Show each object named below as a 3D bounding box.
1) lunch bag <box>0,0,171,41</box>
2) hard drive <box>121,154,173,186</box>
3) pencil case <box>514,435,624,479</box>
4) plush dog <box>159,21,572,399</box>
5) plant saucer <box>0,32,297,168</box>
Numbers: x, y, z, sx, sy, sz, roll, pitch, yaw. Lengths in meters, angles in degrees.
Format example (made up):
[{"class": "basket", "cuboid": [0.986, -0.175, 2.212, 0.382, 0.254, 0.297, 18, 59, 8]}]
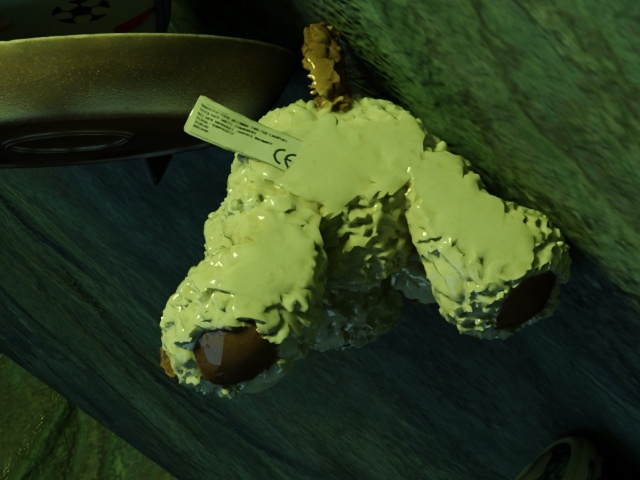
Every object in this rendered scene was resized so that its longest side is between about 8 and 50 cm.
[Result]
[{"class": "lunch bag", "cuboid": [-0.242, -0.181, 1.136, 0.243, 0.303, 0.115, 112, 151, -76]}, {"class": "hard drive", "cuboid": [-0.226, -0.163, 1.561, 0.254, 0.054, 0.172, 37, 164, 20]}, {"class": "pencil case", "cuboid": [0.278, 0.335, 1.458, 0.410, 0.160, 0.183, 45, -179, -7]}, {"class": "plush dog", "cuboid": [0.000, 0.000, 1.209, 0.225, 0.262, 0.211, 117, 138, -65]}, {"class": "plant saucer", "cuboid": [-0.168, -0.086, 1.235, 0.310, 0.310, 0.050, 160, 106, -73]}]
